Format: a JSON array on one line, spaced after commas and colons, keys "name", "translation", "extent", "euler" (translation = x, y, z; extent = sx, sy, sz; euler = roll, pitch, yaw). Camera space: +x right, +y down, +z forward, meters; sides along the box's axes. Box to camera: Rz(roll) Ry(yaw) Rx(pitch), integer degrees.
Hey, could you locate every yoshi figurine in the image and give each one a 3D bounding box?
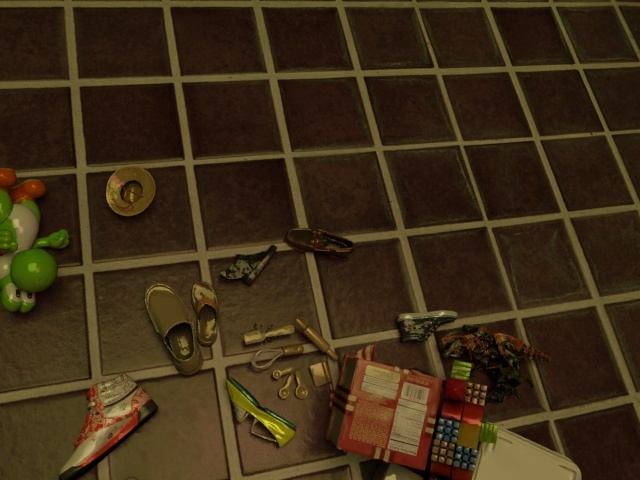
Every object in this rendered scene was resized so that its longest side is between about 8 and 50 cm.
[{"name": "yoshi figurine", "translation": [-0.749, -0.003, 1.572], "extent": [0.203, 0.203, 0.362], "euler": [-6, 71, -23]}]

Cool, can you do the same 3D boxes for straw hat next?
[{"name": "straw hat", "translation": [-0.534, -0.135, 1.750], "extent": [0.144, 0.061, 0.145], "euler": [0, 81, -3]}]

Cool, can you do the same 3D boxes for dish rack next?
[{"name": "dish rack", "translation": [0.548, 0.672, 1.659], "extent": [0.332, 0.072, 0.286], "euler": [25, 64, -1]}]

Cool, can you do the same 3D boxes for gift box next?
[{"name": "gift box", "translation": [0.167, 0.411, 1.570], "extent": [0.255, 0.258, 0.277], "euler": [20, 78, -3]}]

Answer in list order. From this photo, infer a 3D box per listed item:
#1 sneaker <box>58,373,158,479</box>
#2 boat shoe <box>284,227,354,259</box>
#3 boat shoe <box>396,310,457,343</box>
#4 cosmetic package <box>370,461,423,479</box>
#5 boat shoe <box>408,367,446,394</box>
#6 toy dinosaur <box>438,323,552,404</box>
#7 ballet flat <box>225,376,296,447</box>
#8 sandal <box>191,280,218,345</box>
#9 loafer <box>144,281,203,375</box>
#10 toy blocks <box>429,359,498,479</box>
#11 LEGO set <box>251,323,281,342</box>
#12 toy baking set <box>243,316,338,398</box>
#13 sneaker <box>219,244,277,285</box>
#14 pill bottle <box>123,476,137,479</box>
[{"name": "sneaker", "translation": [-0.541, 0.442, 1.484], "extent": [0.270, 0.090, 0.145], "euler": [-39, 79, -28]}, {"name": "boat shoe", "translation": [0.000, 0.000, 1.816], "extent": [0.206, 0.073, 0.073], "euler": [12, 66, -7]}, {"name": "boat shoe", "translation": [0.314, 0.253, 1.790], "extent": [0.183, 0.065, 0.083], "euler": [-4, 69, -8]}, {"name": "cosmetic package", "translation": [0.155, 0.681, 1.527], "extent": [0.107, 0.127, 0.238], "euler": [30, 65, 1]}, {"name": "boat shoe", "translation": [0.340, 0.427, 1.723], "extent": [0.233, 0.084, 0.079], "euler": [29, 25, 7]}, {"name": "toy dinosaur", "translation": [0.506, 0.331, 1.761], "extent": [0.321, 0.164, 0.219], "euler": [-9, 51, 5]}, {"name": "ballet flat", "translation": [-0.168, 0.447, 1.583], "extent": [0.231, 0.077, 0.077], "euler": [37, 80, 2]}, {"name": "sandal", "translation": [-0.310, 0.193, 1.668], "extent": [0.072, 0.049, 0.180], "euler": [-2, 68, -15]}, {"name": "loafer", "translation": [-0.381, 0.220, 1.615], "extent": [0.101, 0.092, 0.269], "euler": [-25, 75, -22]}, {"name": "toy blocks", "translation": [0.336, 0.490, 1.517], "extent": [0.190, 0.261, 0.382], "euler": [10, 81, 16]}, {"name": "LEGO set", "translation": [-0.148, 0.256, 1.699], "extent": [0.083, 0.023, 0.054], "euler": [32, 61, 16]}, {"name": "toy baking set", "translation": [-0.076, 0.310, 1.664], "extent": [0.196, 0.030, 0.256], "euler": [-41, 91, -23]}, {"name": "sneaker", "translation": [-0.203, 0.059, 1.751], "extent": [0.089, 0.051, 0.170], "euler": [37, 67, -1]}, {"name": "pill bottle", "translation": [-0.519, 0.678, 1.329], "extent": [0.333, 0.188, 0.188], "euler": [-26, 75, -22]}]
